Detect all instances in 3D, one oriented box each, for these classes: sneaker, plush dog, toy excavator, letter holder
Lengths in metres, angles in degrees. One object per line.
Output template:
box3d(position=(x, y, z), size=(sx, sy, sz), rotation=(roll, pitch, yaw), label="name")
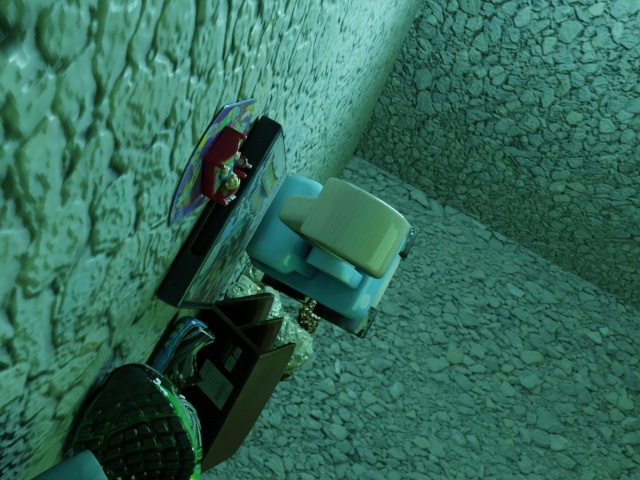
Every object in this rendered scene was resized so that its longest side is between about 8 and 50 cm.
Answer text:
box3d(position=(-0.216, 0.204, 0.941), size=(0.188, 0.078, 0.067), rotation=(-60, -168, -1), label="sneaker")
box3d(position=(-0.121, 0.201, 1.438), size=(0.262, 0.226, 0.210), rotation=(-61, 179, 21), label="plush dog")
box3d(position=(0.000, 0.000, 1.021), size=(0.445, 0.433, 0.222), rotation=(35, 82, -52), label="toy excavator")
box3d(position=(-0.221, 0.245, 0.814), size=(0.343, 0.134, 0.146), rotation=(97, -13, -51), label="sneaker")
box3d(position=(-0.163, 0.269, 1.249), size=(0.214, 0.152, 0.301), rotation=(-5, 129, -56), label="letter holder")

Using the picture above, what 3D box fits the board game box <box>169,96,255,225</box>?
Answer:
box3d(position=(-0.095, -0.077, 0.662), size=(0.133, 0.033, 0.168), rotation=(-61, 179, 19), label="board game box")

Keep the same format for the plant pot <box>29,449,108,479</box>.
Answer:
box3d(position=(-0.212, 0.325, 0.447), size=(0.196, 0.290, 0.290), rotation=(-18, 154, -29), label="plant pot")

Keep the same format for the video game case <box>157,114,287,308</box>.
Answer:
box3d(position=(-0.120, -0.021, 0.879), size=(0.248, 0.035, 0.275), rotation=(-61, 179, -7), label="video game case")
